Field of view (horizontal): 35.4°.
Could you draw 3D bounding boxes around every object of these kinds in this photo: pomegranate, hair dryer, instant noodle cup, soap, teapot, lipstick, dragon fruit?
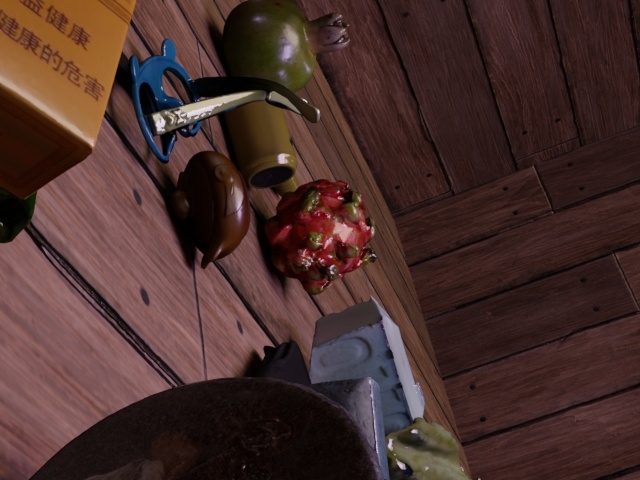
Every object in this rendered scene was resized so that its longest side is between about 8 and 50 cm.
[{"bbox_3d":[-0.066,-0.319,1.667,0.179,0.211,0.179,-13,107,-48],"label":"pomegranate"},{"bbox_3d":[-0.073,-0.122,1.567,0.278,0.090,0.134,63,9,-69],"label":"hair dryer"},{"bbox_3d":[-0.046,0.220,0.548,0.217,0.218,0.207,-97,170,-57],"label":"instant noodle cup"},{"bbox_3d":[0.059,0.207,1.368,0.091,0.145,0.230,-66,134,-77],"label":"soap"},{"bbox_3d":[-0.124,-0.034,1.078,0.098,0.078,0.129,-36,-118,55],"label":"teapot"},{"bbox_3d":[0.038,0.288,1.014,0.077,0.076,0.289,65,17,-65],"label":"lipstick"},{"bbox_3d":[0.000,0.000,1.465,0.172,0.167,0.160,-55,173,-44],"label":"dragon fruit"}]

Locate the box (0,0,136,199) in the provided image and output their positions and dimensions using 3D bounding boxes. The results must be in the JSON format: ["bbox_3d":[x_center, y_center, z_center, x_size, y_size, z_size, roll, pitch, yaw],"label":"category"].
[{"bbox_3d":[-0.192,-0.183,0.592,0.174,0.076,0.274,37,43,-35],"label":"box"}]

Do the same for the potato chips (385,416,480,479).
[{"bbox_3d":[0.133,0.454,1.303,0.373,0.097,0.389,-69,146,-42],"label":"potato chips"}]

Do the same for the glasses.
[{"bbox_3d":[-0.104,-0.135,1.094,0.239,0.207,0.102,-65,172,-72],"label":"glasses"}]

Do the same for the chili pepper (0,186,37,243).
[{"bbox_3d":[-0.223,-0.124,0.657,0.099,0.084,0.253,42,33,-67],"label":"chili pepper"}]

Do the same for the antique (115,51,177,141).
[{"bbox_3d":[-0.203,-0.172,1.080,0.192,0.015,0.031,58,16,-53],"label":"antique"}]

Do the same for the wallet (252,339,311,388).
[{"bbox_3d":[-0.038,0.236,1.036,0.377,0.051,0.197,-67,138,-76],"label":"wallet"}]
